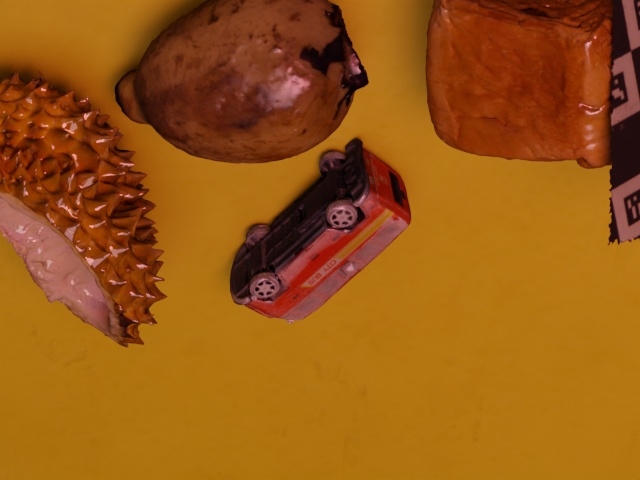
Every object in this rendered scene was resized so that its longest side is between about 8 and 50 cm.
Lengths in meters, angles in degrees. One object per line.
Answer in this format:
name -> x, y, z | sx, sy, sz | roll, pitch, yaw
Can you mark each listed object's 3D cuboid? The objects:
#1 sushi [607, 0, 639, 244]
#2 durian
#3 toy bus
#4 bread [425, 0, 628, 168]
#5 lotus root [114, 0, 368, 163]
sushi -> 0.283, -0.142, 1.020 | 0.193, 0.043, 0.279 | -12, 107, -34
durian -> -0.197, -0.029, 1.194 | 0.183, 0.138, 0.249 | 5, 135, 40
toy bus -> 0.000, 0.000, 1.258 | 0.077, 0.079, 0.174 | 29, 122, -29
bread -> 0.171, -0.135, 1.089 | 0.158, 0.149, 0.143 | 18, 131, 36
lotus root -> -0.065, -0.123, 1.146 | 0.214, 0.138, 0.138 | -15, 124, 26
